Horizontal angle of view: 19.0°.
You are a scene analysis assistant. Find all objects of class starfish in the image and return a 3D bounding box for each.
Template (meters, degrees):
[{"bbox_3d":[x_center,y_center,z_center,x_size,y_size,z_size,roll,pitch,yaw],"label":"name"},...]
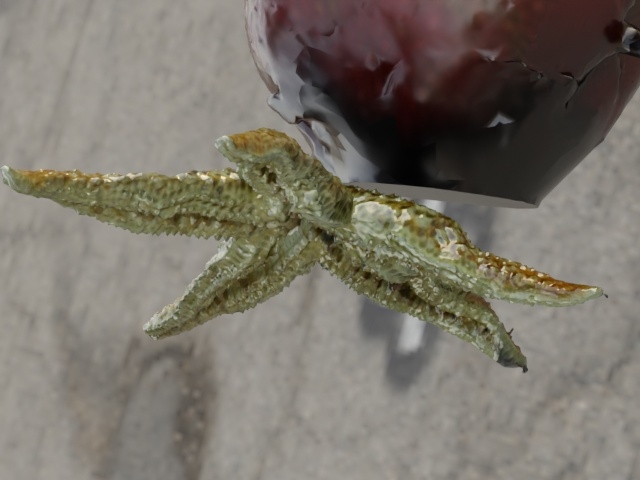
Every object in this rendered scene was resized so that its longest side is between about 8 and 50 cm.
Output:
[{"bbox_3d":[0.000,-0.003,1.150,0.358,0.347,0.078,85,-164,-68],"label":"starfish"}]

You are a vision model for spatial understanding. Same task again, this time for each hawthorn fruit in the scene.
[{"bbox_3d":[0.082,-0.159,1.279,0.316,0.316,0.316,-162,90,-74],"label":"hawthorn fruit"}]
